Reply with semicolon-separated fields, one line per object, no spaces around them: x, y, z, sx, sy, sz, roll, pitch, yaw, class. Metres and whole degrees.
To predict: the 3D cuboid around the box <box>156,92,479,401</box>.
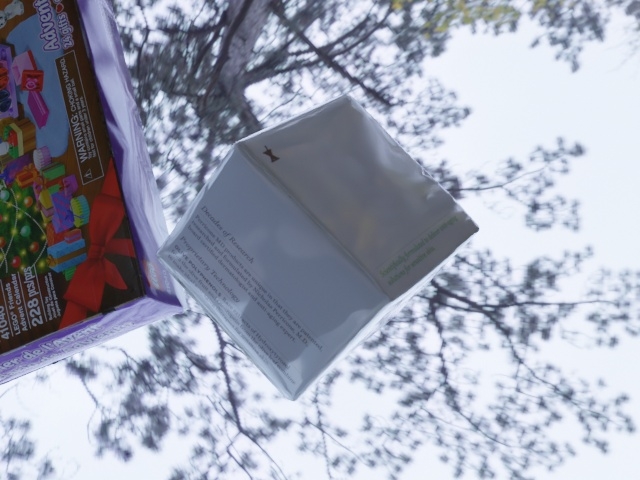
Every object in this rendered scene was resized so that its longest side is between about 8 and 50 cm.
0.000;0.000;0.506;0.102;0.087;0.101;46;-143;9;box

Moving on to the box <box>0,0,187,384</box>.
-0.221;-0.054;0.715;0.201;0.057;0.293;-23;-111;16;box
